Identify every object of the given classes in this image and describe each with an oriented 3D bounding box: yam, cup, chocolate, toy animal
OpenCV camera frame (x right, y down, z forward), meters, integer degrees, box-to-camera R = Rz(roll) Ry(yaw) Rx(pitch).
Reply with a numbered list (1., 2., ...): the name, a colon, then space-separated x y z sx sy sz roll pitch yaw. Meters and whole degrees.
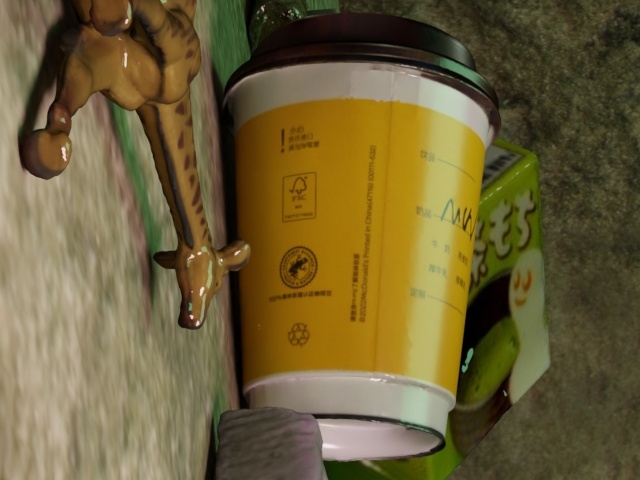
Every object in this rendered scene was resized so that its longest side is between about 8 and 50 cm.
1. yam: -0.037 -0.209 1.331 0.132 0.054 0.054 -90 172 -64
2. cup: 0.024 0.000 0.996 0.196 0.196 0.280 72 19 -70
3. chocolate: 0.105 0.066 1.434 0.301 0.137 0.289 -39 129 -47
4. toy animal: -0.072 -0.064 0.595 0.275 0.054 0.149 75 12 -70

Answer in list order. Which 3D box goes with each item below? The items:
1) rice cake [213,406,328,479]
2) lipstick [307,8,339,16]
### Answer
1. rice cake: -0.027 0.200 0.683 0.365 0.072 0.056 -94 173 -62
2. lipstick: 0.006 -0.042 1.474 0.076 0.079 0.371 -85 167 -63
